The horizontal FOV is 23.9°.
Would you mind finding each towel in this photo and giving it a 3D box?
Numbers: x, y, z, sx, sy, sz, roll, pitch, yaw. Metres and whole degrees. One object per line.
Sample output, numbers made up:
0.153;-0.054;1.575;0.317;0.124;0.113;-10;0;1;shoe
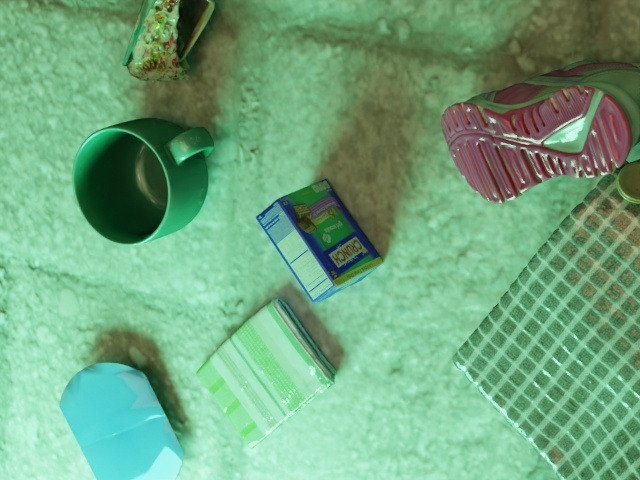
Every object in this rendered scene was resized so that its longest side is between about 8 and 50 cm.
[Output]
0.275;0.099;1.365;0.235;0.121;0.283;45;121;15;towel
-0.059;0.145;1.645;0.152;0.023;0.113;-43;77;34;towel

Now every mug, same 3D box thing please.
-0.173;-0.065;1.611;0.158;0.097;0.129;8;106;29;mug

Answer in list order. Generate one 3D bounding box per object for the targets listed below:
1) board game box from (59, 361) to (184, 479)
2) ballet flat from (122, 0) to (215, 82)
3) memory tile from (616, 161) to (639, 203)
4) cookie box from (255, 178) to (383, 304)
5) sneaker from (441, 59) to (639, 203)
-0.223;0.215;1.756;0.133;0.033;0.168;-25;94;29;board game box
-0.141;-0.271;1.560;0.077;0.091;0.241;16;119;-5;ballet flat
0.335;-0.063;1.293;0.113;0.148;0.012;40;163;16;memory tile
0.000;0.000;1.526;0.040;0.092;0.107;-39;82;36;cookie box
0.213;-0.102;1.367;0.252;0.111;0.103;-2;112;54;sneaker
